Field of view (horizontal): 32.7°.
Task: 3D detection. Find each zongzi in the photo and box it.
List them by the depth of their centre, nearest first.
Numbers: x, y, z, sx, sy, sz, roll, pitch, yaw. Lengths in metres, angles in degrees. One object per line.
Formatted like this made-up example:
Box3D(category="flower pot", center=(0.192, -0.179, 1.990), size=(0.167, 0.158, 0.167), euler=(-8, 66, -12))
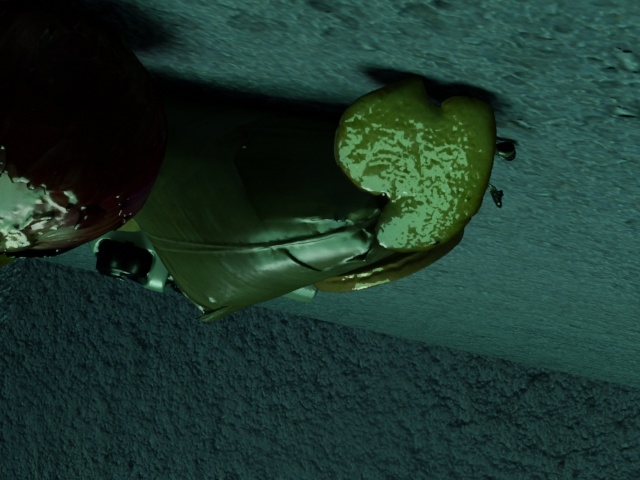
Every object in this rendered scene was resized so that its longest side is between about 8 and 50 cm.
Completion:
Box3D(category="zongzi", center=(-0.067, -0.102, 1.159), size=(0.447, 0.181, 0.418), euler=(-20, 120, 42))

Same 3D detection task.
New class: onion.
Box3D(category="onion", center=(-0.283, -0.109, 1.055), size=(0.276, 0.276, 0.276), euler=(14, 171, 2))

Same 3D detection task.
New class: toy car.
Box3D(category="toy car", center=(-0.243, -0.013, 1.737), size=(0.255, 0.189, 0.190), euler=(15, 178, -15))

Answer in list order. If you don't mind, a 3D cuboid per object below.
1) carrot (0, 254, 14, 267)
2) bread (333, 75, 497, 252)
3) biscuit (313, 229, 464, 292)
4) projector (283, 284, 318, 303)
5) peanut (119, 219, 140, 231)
Box3D(category="carrot", center=(-0.574, -0.070, 1.749), size=(0.241, 0.242, 0.340), euler=(11, 169, 22))
Box3D(category="bread", center=(0.084, -0.075, 1.036), size=(0.149, 0.065, 0.188), euler=(10, 128, -2))
Box3D(category="biscuit", center=(0.076, -0.005, 1.374), size=(0.202, 0.044, 0.289), euler=(-21, -164, 4))
Box3D(category="projector", center=(-0.162, 0.030, 2.118), size=(0.337, 0.108, 0.108), euler=(16, 171, -7))
Box3D(category="peanut", center=(-0.315, -0.104, 1.459), size=(0.147, 0.147, 0.305), euler=(9, 168, 30))
